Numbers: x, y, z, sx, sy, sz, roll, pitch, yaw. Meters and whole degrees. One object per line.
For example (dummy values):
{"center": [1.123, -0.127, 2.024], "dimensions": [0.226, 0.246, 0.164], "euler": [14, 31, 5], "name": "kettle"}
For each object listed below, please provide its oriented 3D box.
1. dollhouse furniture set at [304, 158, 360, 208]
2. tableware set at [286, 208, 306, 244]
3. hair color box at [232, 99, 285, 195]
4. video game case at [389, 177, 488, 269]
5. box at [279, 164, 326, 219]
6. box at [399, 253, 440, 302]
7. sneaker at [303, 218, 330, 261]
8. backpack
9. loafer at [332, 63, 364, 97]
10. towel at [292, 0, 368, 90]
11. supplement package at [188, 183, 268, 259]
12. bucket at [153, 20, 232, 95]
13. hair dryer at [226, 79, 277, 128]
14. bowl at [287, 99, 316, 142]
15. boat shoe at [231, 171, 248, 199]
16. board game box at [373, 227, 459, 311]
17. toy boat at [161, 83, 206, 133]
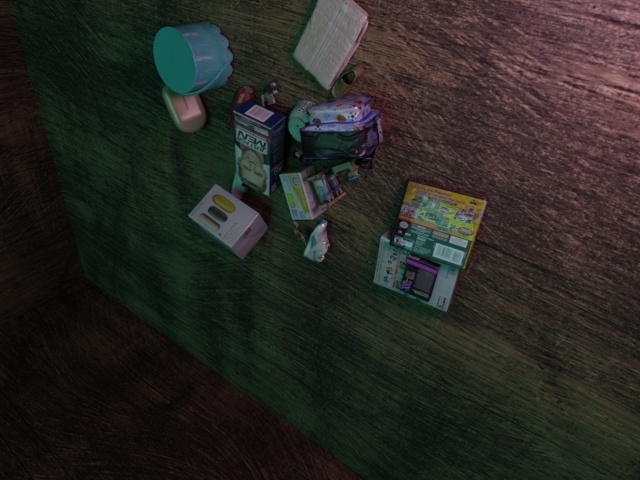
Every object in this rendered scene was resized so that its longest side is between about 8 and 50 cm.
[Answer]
{"center": [0.063, -0.216, 1.565], "dimensions": [0.184, 0.129, 0.129], "euler": [-11, 109, 41], "name": "dollhouse furniture set"}
{"center": [-0.109, -0.057, 1.824], "dimensions": [0.141, 0.020, 0.168], "euler": [45, 158, 62], "name": "tableware set"}
{"center": [-0.242, -0.356, 1.644], "dimensions": [0.174, 0.105, 0.347], "euler": [28, 144, 14], "name": "hair color box"}
{"center": [0.395, -0.060, 1.416], "dimensions": [0.275, 0.035, 0.248], "euler": [20, 104, 27], "name": "video game case"}
{"center": [-0.071, -0.197, 1.696], "dimensions": [0.114, 0.103, 0.203], "euler": [1, 117, 37], "name": "box"}
{"center": [0.358, 0.137, 1.503], "dimensions": [0.116, 0.029, 0.162], "euler": [23, 127, 24], "name": "box"}
{"center": [0.000, 0.000, 1.789], "dimensions": [0.092, 0.087, 0.228], "euler": [27, 136, 8], "name": "sneaker"}
{"center": [0.080, -0.367, 1.369], "dimensions": [0.277, 0.263, 0.213], "euler": [11, 116, 24], "name": "backpack"}
{"center": [0.084, -0.538, 1.404], "dimensions": [0.056, 0.050, 0.148], "euler": [51, 134, 0], "name": "loafer"}
{"center": [0.029, -0.667, 1.369], "dimensions": [0.187, 0.049, 0.282], "euler": [47, 135, 6], "name": "towel"}
{"center": [-0.420, -0.084, 1.914], "dimensions": [0.263, 0.199, 0.198], "euler": [34, 168, 15], "name": "supplement package"}
{"center": [-0.509, -0.720, 1.645], "dimensions": [0.281, 0.183, 0.281], "euler": [20, 127, 29], "name": "bucket"}
{"center": [-0.279, -0.504, 1.654], "dimensions": [0.294, 0.080, 0.223], "euler": [2, 102, 39], "name": "hair dryer"}
{"center": [-0.069, -0.434, 1.564], "dimensions": [0.170, 0.080, 0.170], "euler": [19, 126, 28], "name": "bowl"}
{"center": [-0.360, -0.256, 1.913], "dimensions": [0.063, 0.066, 0.184], "euler": [33, 122, 17], "name": "boat shoe"}
{"center": [0.365, 0.108, 1.565], "dimensions": [0.304, 0.097, 0.223], "euler": [21, 127, 24], "name": "board game box"}
{"center": [-0.610, -0.594, 1.853], "dimensions": [0.151, 0.151, 0.231], "euler": [23, 135, 64], "name": "toy boat"}
